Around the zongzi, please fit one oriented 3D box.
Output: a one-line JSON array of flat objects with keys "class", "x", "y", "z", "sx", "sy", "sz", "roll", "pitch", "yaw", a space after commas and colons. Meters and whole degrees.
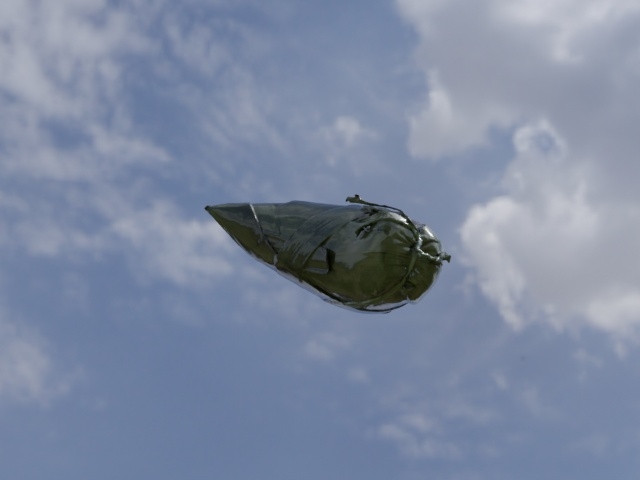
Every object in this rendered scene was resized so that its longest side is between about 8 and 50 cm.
[{"class": "zongzi", "x": 0.000, "y": 0.000, "z": 0.724, "sx": 0.119, "sy": 0.055, "sz": 0.109, "roll": 21, "pitch": -10, "yaw": -8}]
